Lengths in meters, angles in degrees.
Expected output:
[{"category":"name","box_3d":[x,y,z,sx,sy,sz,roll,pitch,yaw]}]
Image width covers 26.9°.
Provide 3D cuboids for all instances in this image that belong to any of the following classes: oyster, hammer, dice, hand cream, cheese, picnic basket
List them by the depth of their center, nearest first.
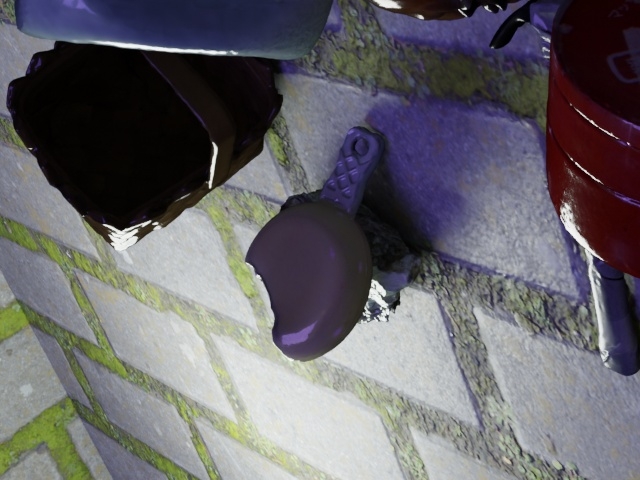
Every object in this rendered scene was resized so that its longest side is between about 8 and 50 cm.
[{"category":"hand cream","box_3d":[0.267,-0.086,0.929,0.230,0.230,0.149,36,149,32]},{"category":"dice","box_3d":[-0.127,-0.298,1.167,0.268,0.262,0.265,-148,62,-73]},{"category":"hammer","box_3d":[0.254,-0.033,1.222,0.152,0.044,0.427,24,142,47]},{"category":"cheese","box_3d":[0.015,0.007,1.491,0.249,0.070,0.163,-49,61,19]},{"category":"picnic basket","box_3d":[-0.201,-0.159,1.538,0.254,0.291,0.321,50,163,7]},{"category":"oyster","box_3d":[0.013,0.028,1.622,0.198,0.112,0.268,48,149,7]}]

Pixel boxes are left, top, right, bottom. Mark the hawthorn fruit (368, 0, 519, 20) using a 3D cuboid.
[{"category":"hawthorn fruit","box_3d":[0.096,-0.294,1.018,0.199,0.199,0.251,-6,99,61]}]
